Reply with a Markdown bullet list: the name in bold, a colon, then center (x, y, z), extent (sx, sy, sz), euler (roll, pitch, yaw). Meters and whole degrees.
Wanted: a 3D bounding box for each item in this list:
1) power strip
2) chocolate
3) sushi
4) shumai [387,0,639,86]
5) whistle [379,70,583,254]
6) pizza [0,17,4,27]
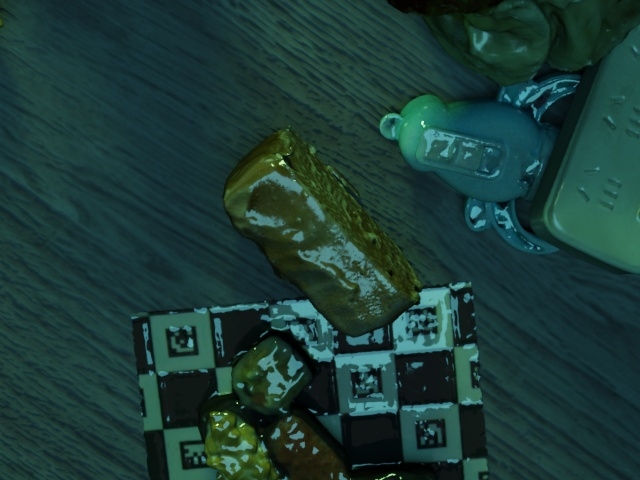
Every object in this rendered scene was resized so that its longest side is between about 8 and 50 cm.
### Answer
- **power strip**: center (0.327, -0.091, 1.723), extent (0.193, 0.059, 0.265), euler (24, 79, -15)
- **chocolate**: center (0.000, 0.000, 1.754), extent (0.093, 0.148, 0.214), euler (-37, 100, 15)
- **sushi**: center (-0.004, 0.229, 1.858), extent (0.359, 0.064, 0.343), euler (-5, 105, 1)
- **shumai**: center (0.167, -0.290, 1.586), extent (0.304, 0.263, 0.309), euler (-28, 91, 26)
- **whistle**: center (0.190, -0.082, 1.761), extent (0.274, 0.093, 0.186), euler (14, 108, -7)
- **pizza**: center (-0.510, -0.236, 1.714), extent (0.409, 0.114, 0.278), euler (22, 99, -3)
